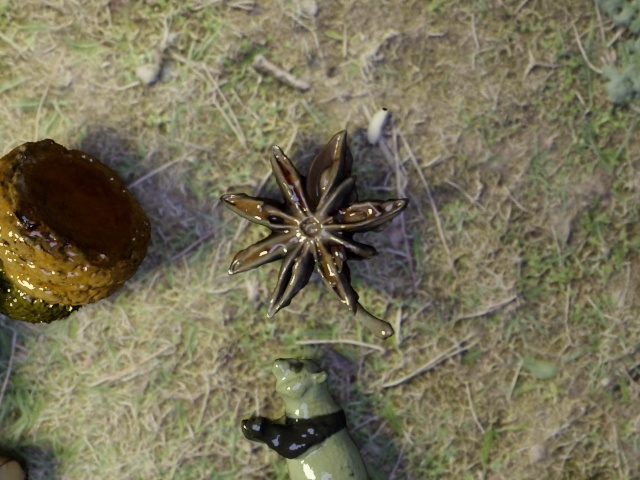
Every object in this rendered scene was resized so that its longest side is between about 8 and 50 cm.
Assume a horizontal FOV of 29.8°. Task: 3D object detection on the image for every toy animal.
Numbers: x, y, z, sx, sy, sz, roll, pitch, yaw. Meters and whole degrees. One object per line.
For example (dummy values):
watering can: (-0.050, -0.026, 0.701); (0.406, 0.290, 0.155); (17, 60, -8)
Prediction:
toy animal: (-0.015, 0.239, 1.338); (0.121, 0.094, 0.225); (-17, 88, -10)

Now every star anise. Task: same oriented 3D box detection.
star anise: (0.000, 0.001, 1.311); (0.209, 0.089, 0.231); (-9, 92, 11)

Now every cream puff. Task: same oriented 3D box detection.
cream puff: (-0.296, 0.008, 1.274); (0.183, 0.183, 0.169); (42, 121, -7)

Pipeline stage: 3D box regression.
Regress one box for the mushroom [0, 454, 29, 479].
mushroom: (-0.419, 0.369, 1.314); (0.151, 0.156, 0.286); (7, 85, 8)
